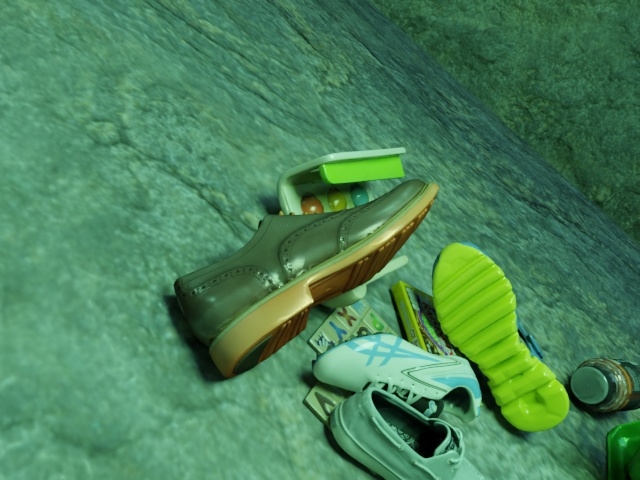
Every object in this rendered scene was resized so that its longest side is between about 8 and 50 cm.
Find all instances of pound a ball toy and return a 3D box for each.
[{"bbox_3d":[0.051,-0.028,0.851,0.319,0.135,0.208,-20,93,-56],"label":"pound a ball toy"}]

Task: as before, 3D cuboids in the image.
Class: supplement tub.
[{"bbox_3d":[0.579,0.289,1.058,0.197,0.106,0.106,13,42,-40],"label":"supplement tub"}]

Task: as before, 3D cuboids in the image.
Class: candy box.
[{"bbox_3d":[0.178,0.160,0.825,0.105,0.027,0.206,29,31,-32],"label":"candy box"}]

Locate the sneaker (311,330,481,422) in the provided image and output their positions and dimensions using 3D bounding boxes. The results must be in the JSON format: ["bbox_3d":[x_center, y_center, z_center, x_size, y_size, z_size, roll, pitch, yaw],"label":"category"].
[{"bbox_3d":[0.102,0.173,0.647,0.237,0.085,0.086,15,37,-23],"label":"sneaker"}]

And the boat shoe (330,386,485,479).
[{"bbox_3d":[0.120,0.243,0.604,0.227,0.081,0.079,35,33,-13],"label":"boat shoe"}]

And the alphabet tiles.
[{"bbox_3d":[0.069,0.185,0.703,0.198,0.009,0.237,45,31,3],"label":"alphabet tiles"}]

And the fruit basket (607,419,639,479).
[{"bbox_3d":[0.625,0.316,0.830,0.392,0.392,0.283,47,32,7],"label":"fruit basket"}]

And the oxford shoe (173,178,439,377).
[{"bbox_3d":[0.000,0.000,0.627,0.363,0.130,0.133,-33,70,-30],"label":"oxford shoe"}]

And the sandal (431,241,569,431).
[{"bbox_3d":[0.274,0.145,0.850,0.318,0.126,0.138,63,15,-6],"label":"sandal"}]
